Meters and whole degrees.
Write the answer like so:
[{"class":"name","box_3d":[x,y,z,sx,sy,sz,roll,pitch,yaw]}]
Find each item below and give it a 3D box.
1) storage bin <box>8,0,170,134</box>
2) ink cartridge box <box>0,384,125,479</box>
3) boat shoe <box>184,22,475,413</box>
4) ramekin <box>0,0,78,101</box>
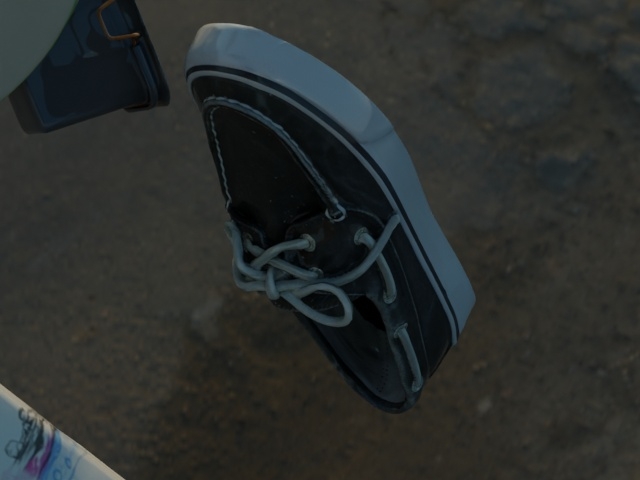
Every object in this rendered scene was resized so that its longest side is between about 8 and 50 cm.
[{"class":"storage bin","box_3d":[-0.172,-0.135,1.129,0.091,0.098,0.135,-27,103,-21]},{"class":"ink cartridge box","box_3d":[-0.163,0.121,0.455,0.233,0.168,0.171,42,52,-17]},{"class":"boat shoe","box_3d":[-0.003,0.000,1.006,0.113,0.306,0.105,12,61,31]},{"class":"ramekin","box_3d":[-0.277,-0.169,0.934,0.303,0.303,0.148,-21,63,-25]}]
